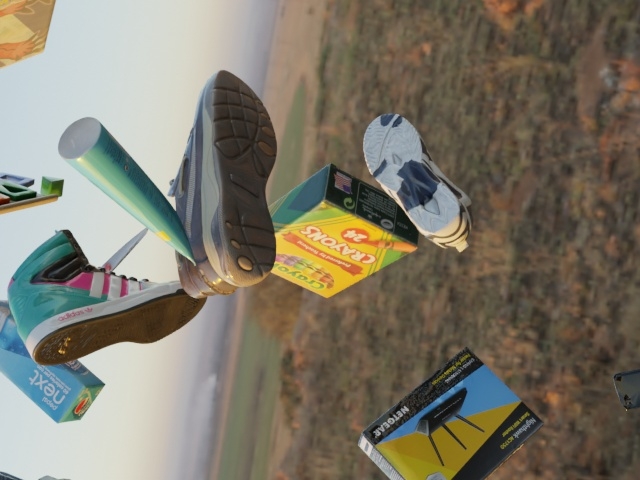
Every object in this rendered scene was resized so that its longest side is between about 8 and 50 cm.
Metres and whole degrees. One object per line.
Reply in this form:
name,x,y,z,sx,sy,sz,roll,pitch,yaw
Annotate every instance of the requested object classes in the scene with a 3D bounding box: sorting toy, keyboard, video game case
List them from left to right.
video game case,-0.374,-0.227,1.141,0.201,0.023,0.183,-32,-11,-33
sorting toy,-0.550,-0.089,1.716,0.347,0.196,0.047,-27,-50,-68
keyboard,0.627,0.259,1.900,0.038,0.192,0.100,-48,-57,-65

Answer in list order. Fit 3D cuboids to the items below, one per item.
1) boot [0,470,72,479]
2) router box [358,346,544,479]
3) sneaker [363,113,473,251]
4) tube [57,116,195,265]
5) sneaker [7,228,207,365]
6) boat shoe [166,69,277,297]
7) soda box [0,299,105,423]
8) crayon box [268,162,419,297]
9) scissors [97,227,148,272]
boot,-0.463,0.510,1.938,0.348,0.260,0.131,16,81,45
router box,0.154,0.229,1.261,0.179,0.133,0.046,-36,-22,-25
sneaker,0.154,-0.075,1.592,0.235,0.094,0.153,52,-177,33
tube,-0.195,-0.052,1.136,0.207,0.052,0.080,49,-163,-48
sneaker,-0.312,0.063,1.485,0.178,0.295,0.124,50,125,24
boat shoe,-0.145,-0.080,1.403,0.130,0.132,0.355,-28,43,28
soda box,-0.421,0.174,1.560,0.071,0.210,0.067,-54,-16,5
crayon box,0.000,0.000,1.878,0.318,0.202,0.081,-32,40,48
scissors,-0.432,0.056,2.098,0.021,0.109,0.297,-19,-33,-54
